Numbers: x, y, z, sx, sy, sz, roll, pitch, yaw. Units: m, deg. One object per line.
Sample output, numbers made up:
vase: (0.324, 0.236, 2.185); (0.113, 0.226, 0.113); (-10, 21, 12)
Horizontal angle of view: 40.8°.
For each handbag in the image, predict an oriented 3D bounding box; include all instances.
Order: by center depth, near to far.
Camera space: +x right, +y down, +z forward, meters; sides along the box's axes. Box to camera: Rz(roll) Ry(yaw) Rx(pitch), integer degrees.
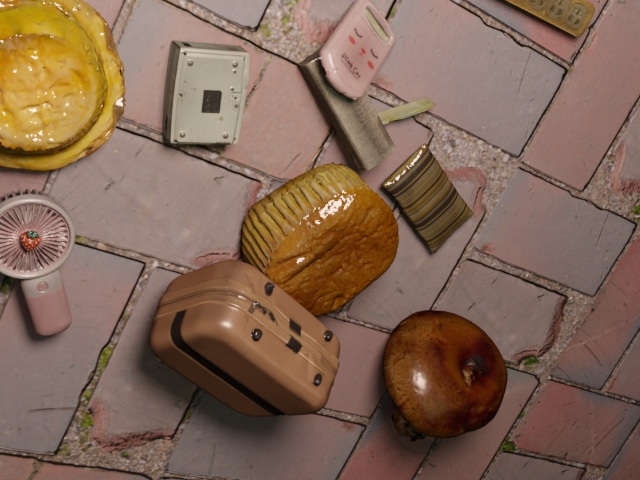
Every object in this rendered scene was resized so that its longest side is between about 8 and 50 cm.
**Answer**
handbag: (-0.145, 0.174, 1.414); (0.302, 0.283, 0.149); (42, 50, -38)

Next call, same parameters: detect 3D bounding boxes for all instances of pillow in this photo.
pillow: (0.198, -0.075, 1.572); (0.113, 0.038, 0.203); (-43, 127, -4)

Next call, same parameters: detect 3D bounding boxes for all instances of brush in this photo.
brush: (0.112, -0.204, 1.464); (0.178, 0.033, 0.030); (-20, 129, -16)

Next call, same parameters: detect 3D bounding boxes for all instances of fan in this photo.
fan: (-0.425, 0.038, 1.294); (0.130, 0.074, 0.244); (-17, 122, -19)

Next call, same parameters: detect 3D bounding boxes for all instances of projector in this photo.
projector: (-0.171, -0.219, 1.297); (0.115, 0.061, 0.147); (-2, 117, -28)

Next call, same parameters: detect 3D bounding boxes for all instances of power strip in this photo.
power strip: (0.360, -0.421, 1.469); (0.305, 0.044, 0.064); (15, 108, -32)

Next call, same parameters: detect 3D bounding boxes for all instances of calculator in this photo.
calculator: (0.059, -0.301, 1.344); (0.100, 0.032, 0.175); (48, 58, -29)

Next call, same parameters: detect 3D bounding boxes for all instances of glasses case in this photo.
glasses case: (0.047, -0.215, 1.389); (0.070, 0.047, 0.205); (-36, 113, -12)

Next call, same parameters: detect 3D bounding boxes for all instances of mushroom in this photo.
mushroom: (0.216, 0.264, 1.675); (0.254, 0.267, 0.267); (-18, 130, 24)

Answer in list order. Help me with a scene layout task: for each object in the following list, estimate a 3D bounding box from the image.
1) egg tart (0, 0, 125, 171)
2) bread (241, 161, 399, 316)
egg tart: (-0.392, -0.210, 1.161); (0.288, 0.118, 0.288); (-15, 123, -24)
bread: (0.000, 0.000, 1.450); (0.253, 0.142, 0.227); (-36, 133, -8)
